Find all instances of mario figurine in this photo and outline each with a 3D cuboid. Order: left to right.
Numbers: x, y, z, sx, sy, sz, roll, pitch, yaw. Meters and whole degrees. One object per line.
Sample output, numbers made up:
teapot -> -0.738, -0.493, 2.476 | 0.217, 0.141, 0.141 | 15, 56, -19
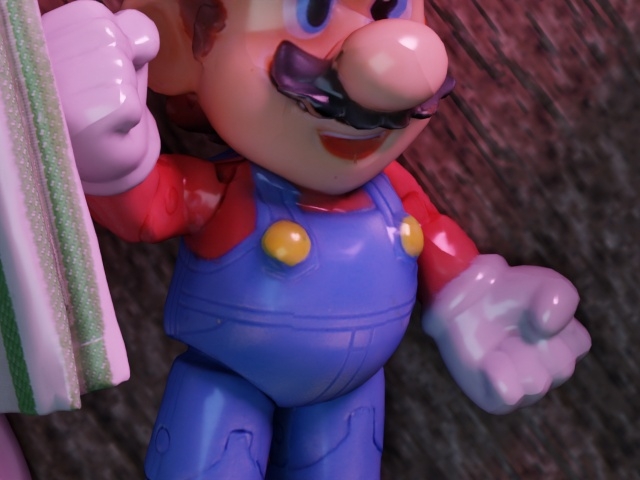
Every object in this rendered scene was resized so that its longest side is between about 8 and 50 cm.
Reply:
mario figurine -> 0.000, 0.000, 0.679 | 0.170, 0.198, 0.321 | 6, 103, 19

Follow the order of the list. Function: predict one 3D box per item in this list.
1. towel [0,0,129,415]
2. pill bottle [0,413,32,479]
towel -> -0.199, -0.049, 0.682 | 0.324, 0.038, 0.248 | -8, 98, 47
pill bottle -> -0.200, 0.116, 0.769 | 0.152, 0.086, 0.086 | -21, 94, 9
